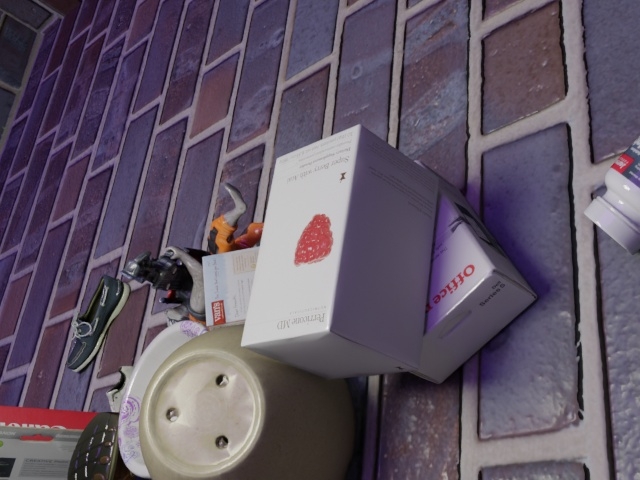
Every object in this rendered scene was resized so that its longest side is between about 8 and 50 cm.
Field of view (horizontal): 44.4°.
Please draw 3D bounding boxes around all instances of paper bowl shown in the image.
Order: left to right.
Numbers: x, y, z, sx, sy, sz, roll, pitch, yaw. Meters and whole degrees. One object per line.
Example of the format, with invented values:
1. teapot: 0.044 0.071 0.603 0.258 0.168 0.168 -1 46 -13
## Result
1. paper bowl: -0.228 0.299 1.417 0.284 0.148 0.284 -27 48 35

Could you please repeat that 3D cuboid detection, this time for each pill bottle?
1. pill bottle: 0.413 -0.075 0.956 0.180 0.108 0.108 -50 38 13

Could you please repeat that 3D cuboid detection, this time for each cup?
1. cup: -0.128 0.261 1.133 0.331 0.237 0.331 -4 70 10

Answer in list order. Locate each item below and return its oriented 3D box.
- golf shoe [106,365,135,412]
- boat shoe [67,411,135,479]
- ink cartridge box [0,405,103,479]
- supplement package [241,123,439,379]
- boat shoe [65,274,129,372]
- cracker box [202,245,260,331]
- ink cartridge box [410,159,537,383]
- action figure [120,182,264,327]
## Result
1. golf shoe: -0.429 0.349 1.670 0.069 0.086 0.176 5 72 49
2. boat shoe: -0.406 0.491 1.492 0.123 0.120 0.323 1 78 38
3. ink cartridge box: -0.599 0.425 1.578 0.271 0.310 0.130 -62 34 26
4. supplement package: 0.032 0.024 1.083 0.178 0.175 0.292 -16 56 44
5. boat shoe: -0.564 0.204 1.928 0.254 0.079 0.095 -57 37 4
6. cracker box: -0.083 0.084 1.359 0.232 0.067 0.155 -10 49 -1
7. ink cartridge box: 0.159 0.043 1.166 0.198 0.115 0.273 -46 39 19
8. action figure: -0.205 0.056 1.487 0.178 0.341 0.330 38 105 17
